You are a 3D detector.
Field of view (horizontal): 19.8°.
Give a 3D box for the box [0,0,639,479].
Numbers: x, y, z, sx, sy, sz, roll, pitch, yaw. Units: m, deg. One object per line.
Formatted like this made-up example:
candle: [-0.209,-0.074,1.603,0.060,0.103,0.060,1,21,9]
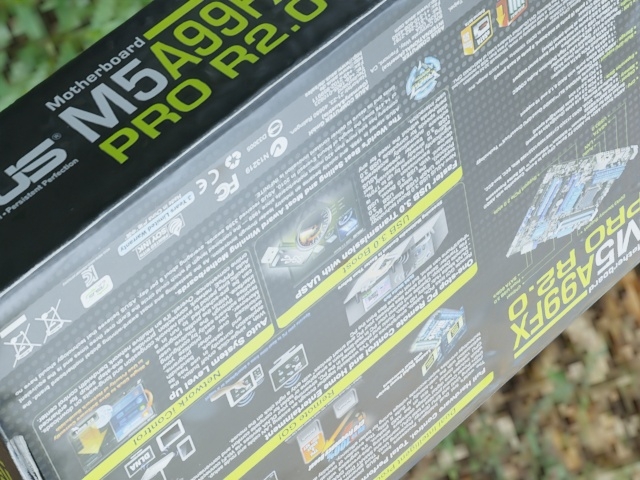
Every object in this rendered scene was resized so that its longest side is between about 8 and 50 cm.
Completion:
box: [0.000,0.000,0.607,0.060,0.270,0.216,37,-24,34]
